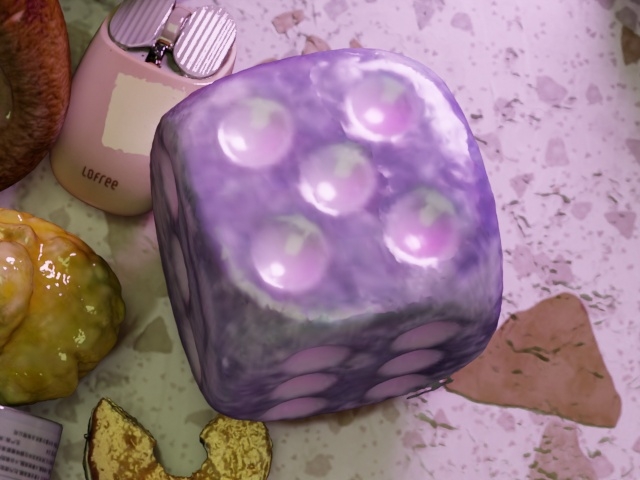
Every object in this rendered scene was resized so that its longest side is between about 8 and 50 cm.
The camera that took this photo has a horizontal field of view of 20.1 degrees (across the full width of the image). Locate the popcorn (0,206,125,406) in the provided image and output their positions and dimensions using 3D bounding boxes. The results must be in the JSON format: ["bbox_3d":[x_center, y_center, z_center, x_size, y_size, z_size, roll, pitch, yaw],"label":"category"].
[{"bbox_3d":[-0.298,0.050,1.691,0.200,0.203,0.226,-31,75,-7],"label":"popcorn"}]

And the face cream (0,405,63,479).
[{"bbox_3d":[-0.357,0.331,1.670,0.145,0.145,0.369,15,80,2],"label":"face cream"}]

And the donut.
[{"bbox_3d":[-0.137,0.220,1.732,0.181,0.078,0.146,-3,80,-8],"label":"donut"}]

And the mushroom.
[{"bbox_3d":[-0.405,-0.191,1.700,0.345,0.345,0.239,-35,46,-7],"label":"mushroom"}]

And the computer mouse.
[{"bbox_3d":[-0.177,-0.141,1.794,0.145,0.082,0.236,26,81,5],"label":"computer mouse"}]

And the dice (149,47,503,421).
[{"bbox_3d":[0.000,0.000,1.653,0.270,0.270,0.271,-11,69,-13],"label":"dice"}]
